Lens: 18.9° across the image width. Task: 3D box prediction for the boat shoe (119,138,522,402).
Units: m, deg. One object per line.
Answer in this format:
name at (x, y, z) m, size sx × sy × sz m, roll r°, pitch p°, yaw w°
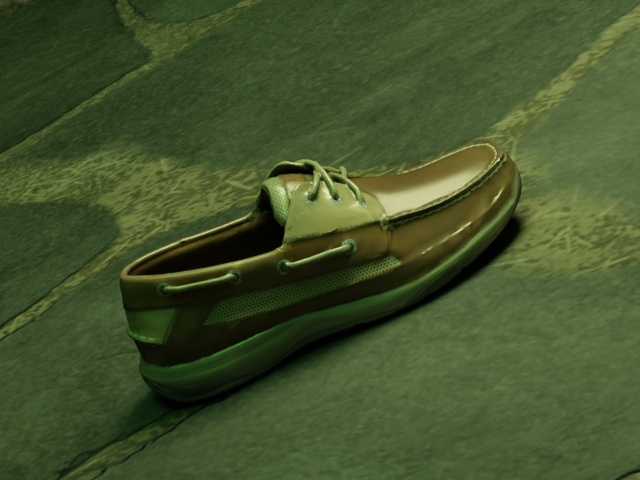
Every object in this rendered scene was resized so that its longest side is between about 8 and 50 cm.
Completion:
boat shoe at (0.000, 0.000, 1.425) m, size 0.324 × 0.116 × 0.123 m, roll -29°, pitch 22°, yaw -11°
